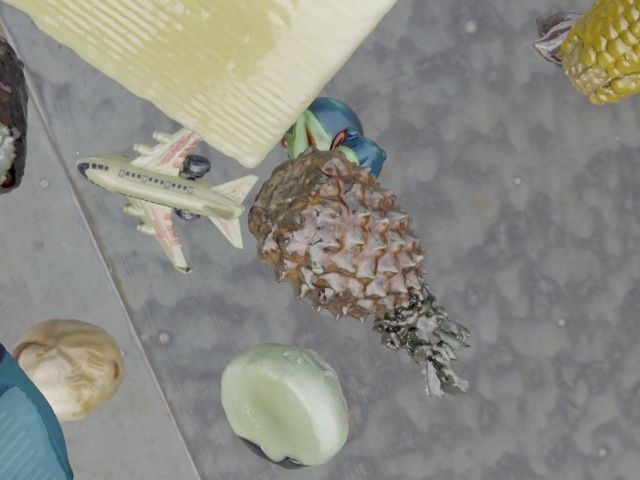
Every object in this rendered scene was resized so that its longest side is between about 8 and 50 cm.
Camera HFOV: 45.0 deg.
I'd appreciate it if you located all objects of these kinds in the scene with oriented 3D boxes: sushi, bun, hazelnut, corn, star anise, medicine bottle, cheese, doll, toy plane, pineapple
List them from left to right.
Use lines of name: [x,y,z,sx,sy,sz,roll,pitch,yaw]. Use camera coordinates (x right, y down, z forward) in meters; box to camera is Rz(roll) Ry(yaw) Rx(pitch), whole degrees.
medicine bottle: [-0.218,0.111,0.394,0.124,0.258,0.079,46,47,-17]
sushi: [-0.714,-0.247,1.495,0.299,0.294,0.281,23,128,-42]
hazelnut: [-0.571,0.300,1.731,0.261,0.261,0.241,-12,125,-16]
toy plane: [-0.220,-0.076,1.097,0.256,0.104,0.242,21,117,11]
cheese: [-0.090,-0.224,0.593,0.265,0.124,0.242,34,126,-16]
bun: [-0.059,0.318,1.563,0.179,0.283,0.283,-36,109,-50]
doll: [0.030,-0.220,1.820,0.186,0.322,0.198,-22,139,-27]
pineapple: [0.073,0.046,0.918,0.361,0.175,0.175,40,83,-33]
star anise: [0.404,-0.272,1.100,0.212,0.197,0.073,17,122,15]
corn: [0.282,-0.188,0.533,0.097,0.262,0.097,23,49,-30]
